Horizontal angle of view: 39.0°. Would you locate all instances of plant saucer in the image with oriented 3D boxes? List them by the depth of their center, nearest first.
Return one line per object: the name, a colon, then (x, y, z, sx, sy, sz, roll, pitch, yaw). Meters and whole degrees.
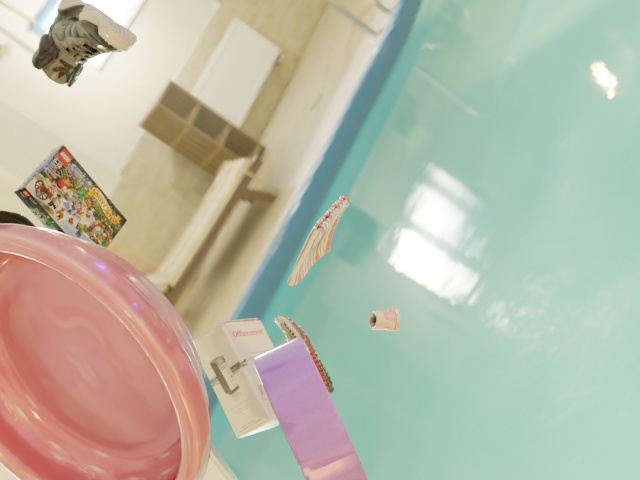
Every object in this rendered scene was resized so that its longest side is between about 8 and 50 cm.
plant saucer: (-0.237, 0.125, 0.878, 0.332, 0.332, 0.084, -41, 2, 40)

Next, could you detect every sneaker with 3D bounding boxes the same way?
sneaker: (-0.428, -0.342, 1.621, 0.153, 0.101, 0.268, -57, 39, 3)
sneaker: (0.148, 0.182, 2.123, 0.134, 0.070, 0.051, -97, 12, -84)
sneaker: (-0.057, 0.278, 2.141, 0.093, 0.225, 0.088, -29, -20, 5)

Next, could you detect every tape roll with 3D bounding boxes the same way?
tape roll: (-0.014, 0.297, 1.470, 0.090, 0.275, 0.275, -26, 17, -6)

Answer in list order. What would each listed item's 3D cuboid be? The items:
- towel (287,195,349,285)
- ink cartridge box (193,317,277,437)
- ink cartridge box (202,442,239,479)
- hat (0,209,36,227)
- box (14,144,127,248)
towel: (0.000, 0.000, 1.851, 0.144, 0.029, 0.197, -66, -9, 30)
ink cartridge box: (-0.145, 0.273, 1.823, 0.092, 0.218, 0.158, -32, -16, 21)
ink cartridge box: (-0.205, 0.316, 1.398, 0.056, 0.235, 0.171, -36, -8, -11)
hat: (-0.478, 0.111, 1.501, 0.331, 0.331, 0.134, -48, -20, 26)
box: (-0.555, -0.075, 2.024, 0.044, 0.233, 0.159, -15, 33, 36)
